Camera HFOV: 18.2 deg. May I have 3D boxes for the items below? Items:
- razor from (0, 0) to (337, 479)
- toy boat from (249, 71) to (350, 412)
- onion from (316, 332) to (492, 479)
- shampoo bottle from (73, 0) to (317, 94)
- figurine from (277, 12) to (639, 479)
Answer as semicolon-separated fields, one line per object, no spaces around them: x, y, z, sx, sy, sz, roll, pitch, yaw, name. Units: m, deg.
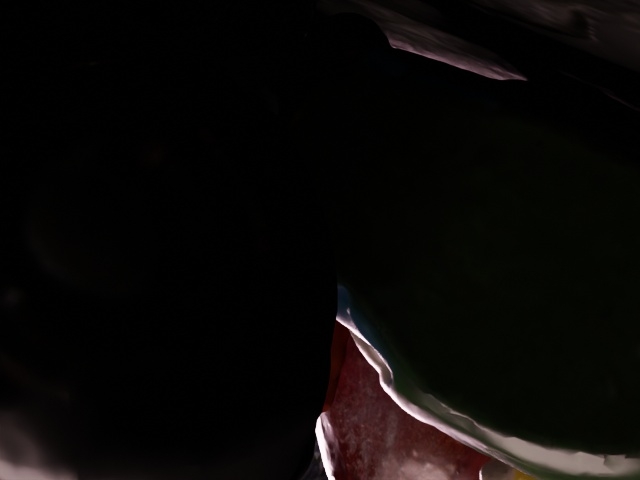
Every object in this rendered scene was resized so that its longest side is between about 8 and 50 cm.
-0.095;0.024;0.495;0.189;0.107;0.327;26;167;1;razor
-0.101;-0.033;0.799;0.133;0.145;0.332;10;-169;-25;toy boat
0.060;0.056;0.750;0.159;0.195;0.159;27;170;5;onion
-0.097;-0.090;0.408;0.234;0.049;0.087;24;176;-39;shampoo bottle
0.071;0.025;0.595;0.185;0.127;0.234;25;-178;17;figurine
